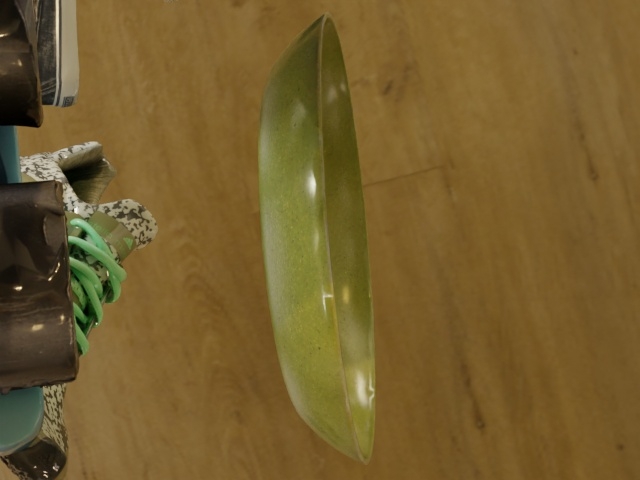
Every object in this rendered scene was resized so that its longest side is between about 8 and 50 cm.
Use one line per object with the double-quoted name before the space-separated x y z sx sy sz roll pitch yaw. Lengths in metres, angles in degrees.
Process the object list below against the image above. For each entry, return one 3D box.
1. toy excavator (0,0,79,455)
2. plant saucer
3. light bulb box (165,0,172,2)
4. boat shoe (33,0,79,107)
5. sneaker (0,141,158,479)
"toy excavator" -0.266 0.078 0.695 0.222 0.445 0.433 -6 77 -13
"plant saucer" 0.000 0.000 0.595 0.037 0.241 0.241 -4 86 7
"light bulb box" 0.054 -0.256 0.369 0.358 0.361 0.225 -26 103 -2
"boat shoe" -0.244 -0.199 0.890 0.083 0.065 0.183 -2 82 -24
"sneaker" -0.223 0.022 0.903 0.182 0.410 0.158 -25 129 -1
